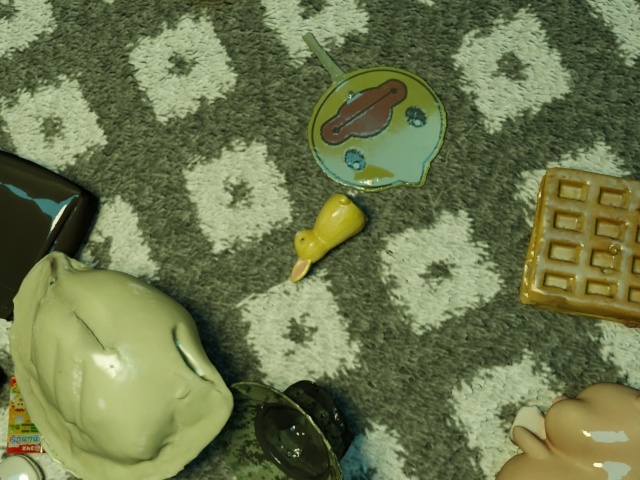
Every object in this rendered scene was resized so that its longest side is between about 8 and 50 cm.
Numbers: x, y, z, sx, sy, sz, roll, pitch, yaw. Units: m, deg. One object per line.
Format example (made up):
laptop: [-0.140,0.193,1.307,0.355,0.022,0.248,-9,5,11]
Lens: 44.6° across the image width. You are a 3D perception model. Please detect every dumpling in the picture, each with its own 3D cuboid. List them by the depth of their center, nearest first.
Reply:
dumpling: [-0.328,0.201,1.143,0.395,0.233,0.315,37,100,15]

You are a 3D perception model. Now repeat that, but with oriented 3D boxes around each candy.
candy: [-0.458,0.275,1.236,0.062,0.038,0.121,-2,78,5]

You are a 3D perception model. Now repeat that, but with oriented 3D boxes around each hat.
hat: [-0.027,0.282,1.136,0.265,0.265,0.128,45,50,12]

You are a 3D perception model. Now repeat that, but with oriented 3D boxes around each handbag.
handbag: [-0.535,-0.017,1.269,0.285,0.113,0.257,23,87,3]

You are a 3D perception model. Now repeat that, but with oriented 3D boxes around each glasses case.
glasses case: [-0.515,0.418,1.206,0.076,0.049,0.197,44,85,12]

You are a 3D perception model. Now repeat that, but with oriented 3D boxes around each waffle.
waffle: [0.478,0.022,1.168,0.328,0.098,0.224,11,82,9]

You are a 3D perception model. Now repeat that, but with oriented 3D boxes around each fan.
fan: [0.068,-0.219,1.300,0.230,0.011,0.335,-36,77,-2]

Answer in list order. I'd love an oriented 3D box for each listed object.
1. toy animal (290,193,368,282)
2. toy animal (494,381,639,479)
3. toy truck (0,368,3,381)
toy animal: [-0.002,-0.002,1.232,0.159,0.083,0.070,-47,70,4]
toy animal: [0.362,0.313,1.083,0.213,0.195,0.256,20,79,35]
toy truck: [-0.646,0.197,1.169,0.189,0.239,0.265,-45,78,-4]
